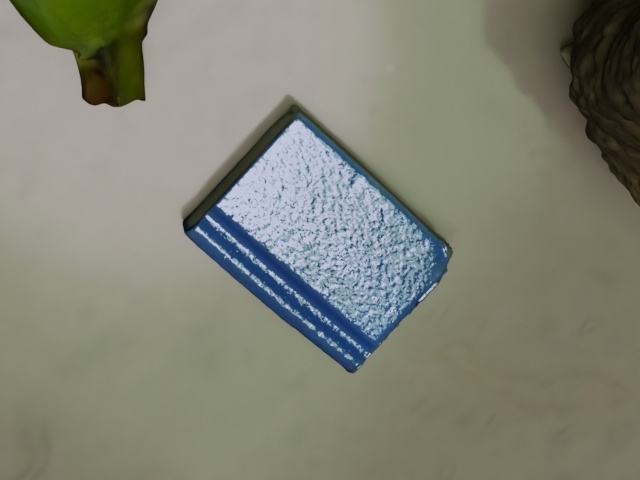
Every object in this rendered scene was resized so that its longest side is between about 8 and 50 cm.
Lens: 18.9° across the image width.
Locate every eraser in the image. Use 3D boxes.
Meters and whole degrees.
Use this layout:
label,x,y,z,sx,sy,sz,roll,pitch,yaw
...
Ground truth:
label,x,y,z,sx,sy,sz,roll,pitch,yaw
eraser,0.000,0.000,0.724,0.085,0.027,0.063,41,94,-12

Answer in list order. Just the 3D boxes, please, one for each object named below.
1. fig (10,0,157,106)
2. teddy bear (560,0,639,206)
label,x,y,z,sx,sy,sz,roll,pitch,yaw
fig,-0.067,-0.193,0.574,0.233,0.233,0.314,3,96,-7
teddy bear,0.169,-0.091,0.679,0.177,0.140,0.190,36,89,-37
